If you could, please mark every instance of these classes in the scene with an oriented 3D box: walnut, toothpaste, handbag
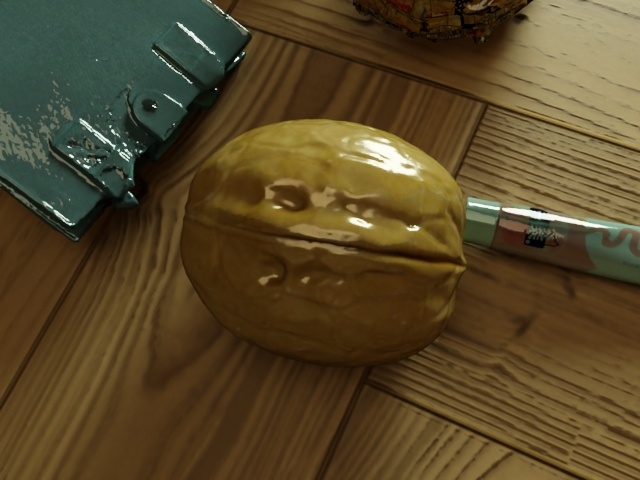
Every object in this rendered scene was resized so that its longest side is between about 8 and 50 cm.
[{"bbox_3d":[0.000,0.000,0.507,0.197,0.165,0.165,16,72,6],"label":"walnut"},{"bbox_3d":[0.205,0.006,0.541,0.205,0.036,0.056,12,70,9],"label":"toothpaste"},{"bbox_3d":[-0.177,-0.128,0.593,0.179,0.062,0.229,38,67,-2],"label":"handbag"}]

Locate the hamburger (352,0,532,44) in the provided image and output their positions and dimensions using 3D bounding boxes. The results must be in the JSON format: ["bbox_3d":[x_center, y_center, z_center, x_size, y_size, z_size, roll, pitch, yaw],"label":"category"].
[{"bbox_3d":[0.102,-0.277,0.611,0.231,0.107,0.231,0,86,-3],"label":"hamburger"}]
